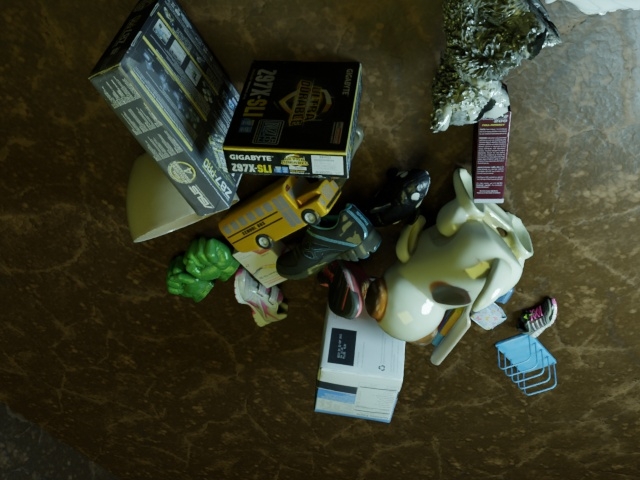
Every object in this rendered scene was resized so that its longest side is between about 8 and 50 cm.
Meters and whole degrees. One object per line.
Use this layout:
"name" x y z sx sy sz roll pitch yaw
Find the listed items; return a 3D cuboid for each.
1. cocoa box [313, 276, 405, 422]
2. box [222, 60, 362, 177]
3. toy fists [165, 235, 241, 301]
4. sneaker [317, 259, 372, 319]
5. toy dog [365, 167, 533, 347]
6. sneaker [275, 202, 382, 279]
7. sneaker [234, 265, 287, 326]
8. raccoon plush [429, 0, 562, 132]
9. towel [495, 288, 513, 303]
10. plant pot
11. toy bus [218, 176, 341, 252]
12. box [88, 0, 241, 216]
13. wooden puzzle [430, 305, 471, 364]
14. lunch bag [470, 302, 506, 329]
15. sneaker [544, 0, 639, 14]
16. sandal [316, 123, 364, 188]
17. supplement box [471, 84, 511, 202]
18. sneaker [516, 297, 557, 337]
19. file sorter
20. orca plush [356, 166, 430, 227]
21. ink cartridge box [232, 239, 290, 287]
"cocoa box" 0.117 0.304 2.091 0.231 0.347 0.228 8 136 1
"box" -0.051 -0.268 1.573 0.256 0.322 0.079 2 136 9
"toy fists" -0.358 0.086 2.135 0.142 0.096 0.279 36 135 -18
"sneaker" 0.089 0.116 1.973 0.136 0.314 0.116 12 109 -16
"toy dog" 0.311 0.099 1.836 0.284 0.396 0.408 31 124 -31
"sneaker" 0.000 0.000 1.930 0.340 0.125 0.140 -23 113 35
"sneaker" -0.174 0.158 2.184 0.111 0.103 0.252 -12 139 19
"raccoon plush" 0.255 -0.439 1.452 0.299 0.216 0.446 -35 91 30
"towel" 0.486 0.143 2.088 0.119 0.029 0.067 15 134 -4
"plant pot" -0.372 -0.135 1.834 0.284 0.284 0.191 -22 91 29
"toy bus" -0.107 -0.077 1.887 0.332 0.108 0.130 -26 109 39
"box" -0.295 -0.298 1.591 0.097 0.318 0.395 -16 130 24
"wooden puzzle" 0.373 0.198 2.017 0.044 0.239 0.221 26 134 0
"lunch bag" 0.494 0.219 2.147 0.083 0.053 0.071 37 128 -12
"sneaker" 0.571 -0.496 1.406 0.296 0.111 0.129 14 151 2
"sandal" 0.046 -0.197 1.809 0.089 0.060 0.219 21 135 -10
"supplement box" 0.386 -0.218 1.661 0.073 0.130 0.240 0 129 8
"sneaker" 0.623 0.223 2.117 0.074 0.063 0.170 11 140 -10
"file sorter" 0.635 0.383 2.246 0.118 0.105 0.170 -26 125 32
"orca plush" 0.150 -0.099 1.823 0.102 0.151 0.287 -12 180 -34
"ink cartridge box" -0.143 0.062 2.097 0.115 0.067 0.198 -25 126 30
